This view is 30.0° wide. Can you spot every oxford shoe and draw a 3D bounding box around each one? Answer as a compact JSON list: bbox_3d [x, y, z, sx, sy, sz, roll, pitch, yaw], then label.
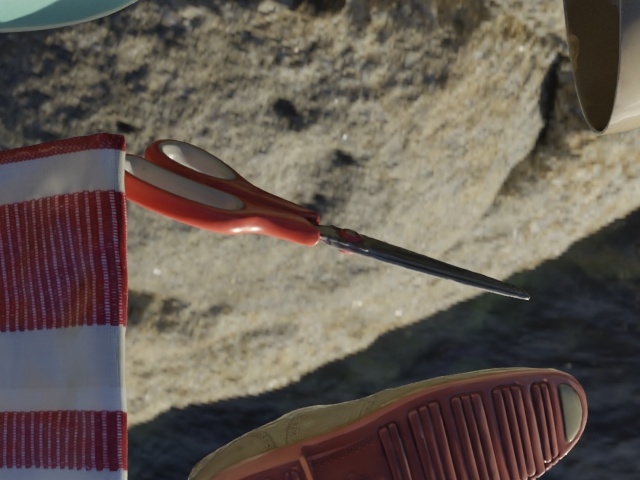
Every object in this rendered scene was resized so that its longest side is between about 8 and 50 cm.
[{"bbox_3d":[0.056,0.189,1.143,0.396,0.146,0.141,-14,110,-9],"label":"oxford shoe"}]

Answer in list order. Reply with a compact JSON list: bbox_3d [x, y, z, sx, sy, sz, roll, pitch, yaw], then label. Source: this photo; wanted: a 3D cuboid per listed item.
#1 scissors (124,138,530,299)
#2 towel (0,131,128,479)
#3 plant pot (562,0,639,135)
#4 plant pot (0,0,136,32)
[{"bbox_3d":[0.000,0.000,0.797,0.297,0.109,0.021,24,110,2],"label":"scissors"},{"bbox_3d":[-0.216,0.106,0.746,0.237,0.329,0.037,-5,172,31],"label":"towel"},{"bbox_3d":[0.334,-0.245,1.076,0.190,0.284,0.284,-5,139,3],"label":"plant pot"},{"bbox_3d":[-0.232,-0.302,0.954,0.293,0.293,0.235,-29,164,38],"label":"plant pot"}]
